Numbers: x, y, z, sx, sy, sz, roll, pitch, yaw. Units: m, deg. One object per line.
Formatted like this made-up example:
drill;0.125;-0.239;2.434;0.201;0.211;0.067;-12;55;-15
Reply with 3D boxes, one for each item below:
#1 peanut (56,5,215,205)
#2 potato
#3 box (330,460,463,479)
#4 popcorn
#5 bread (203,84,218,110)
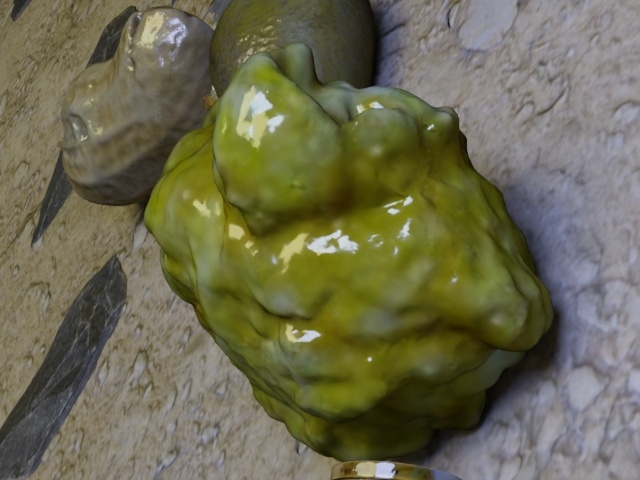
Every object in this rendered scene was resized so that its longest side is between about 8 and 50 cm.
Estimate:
peanut;-0.213;-0.161;1.865;0.340;0.158;0.174;-32;80;42
potato;-0.026;-0.182;1.545;0.174;0.159;0.251;-46;41;39
box;0.056;0.194;1.130;0.105;0.105;0.037;-22;54;54
popcorn;-0.001;0.012;1.194;0.334;0.292;0.294;-33;45;54
bread;-0.059;-0.165;1.648;0.080;0.109;0.084;-26;42;56
